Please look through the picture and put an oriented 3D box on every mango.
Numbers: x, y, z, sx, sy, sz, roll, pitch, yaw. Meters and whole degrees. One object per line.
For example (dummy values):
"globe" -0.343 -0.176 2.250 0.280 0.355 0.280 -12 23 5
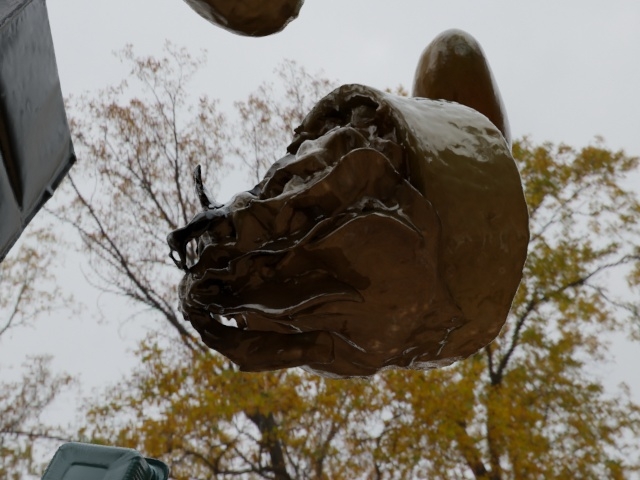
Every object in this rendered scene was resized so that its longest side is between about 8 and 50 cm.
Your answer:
"mango" 0.210 -0.195 1.140 0.139 0.175 0.254 -12 -81 28

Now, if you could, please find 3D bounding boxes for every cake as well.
"cake" 0.002 -0.007 0.785 0.321 0.332 0.332 0 -56 -31

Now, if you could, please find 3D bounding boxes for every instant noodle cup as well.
"instant noodle cup" -0.287 0.323 0.906 0.157 0.179 0.070 4 -51 11

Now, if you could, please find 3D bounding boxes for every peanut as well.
"peanut" -0.095 -0.231 0.583 0.099 0.099 0.214 -45 -31 16

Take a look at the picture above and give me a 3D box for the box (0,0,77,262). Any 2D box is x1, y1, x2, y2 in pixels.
"box" -0.435 -0.102 0.662 0.345 0.251 0.204 6 -50 5
